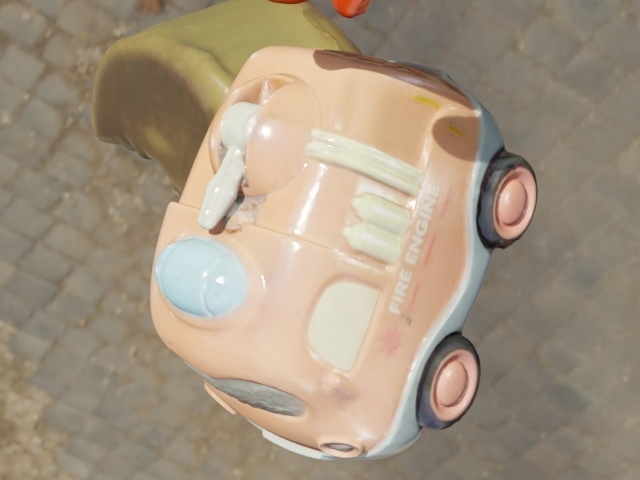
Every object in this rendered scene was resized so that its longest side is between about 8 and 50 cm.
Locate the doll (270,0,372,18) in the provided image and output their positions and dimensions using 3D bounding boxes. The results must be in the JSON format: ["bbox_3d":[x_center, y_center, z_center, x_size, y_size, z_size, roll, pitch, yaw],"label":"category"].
[{"bbox_3d":[0.031,-0.235,0.808,0.105,0.200,0.336,0,167,-23],"label":"doll"}]

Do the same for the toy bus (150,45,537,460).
[{"bbox_3d":[0.000,0.000,1.093,0.194,0.287,0.232,17,175,38],"label":"toy bus"}]

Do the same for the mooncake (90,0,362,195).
[{"bbox_3d":[-0.058,-0.077,1.787,0.393,0.246,0.394,16,129,60],"label":"mooncake"}]
